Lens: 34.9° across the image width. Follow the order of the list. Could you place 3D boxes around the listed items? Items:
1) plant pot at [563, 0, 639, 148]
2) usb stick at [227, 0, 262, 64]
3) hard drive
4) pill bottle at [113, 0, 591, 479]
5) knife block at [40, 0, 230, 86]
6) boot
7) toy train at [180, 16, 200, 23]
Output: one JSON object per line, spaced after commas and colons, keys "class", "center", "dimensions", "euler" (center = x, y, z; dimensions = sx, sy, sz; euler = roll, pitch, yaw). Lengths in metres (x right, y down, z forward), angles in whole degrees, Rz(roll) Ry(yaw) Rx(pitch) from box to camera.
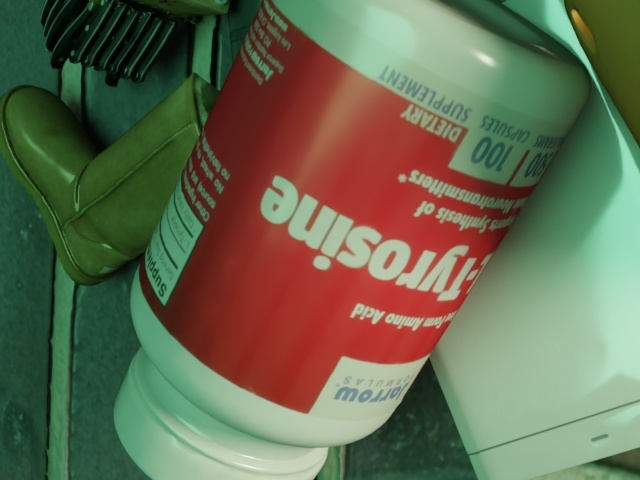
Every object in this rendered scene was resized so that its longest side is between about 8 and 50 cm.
{"class": "plant pot", "center": [0.284, -0.141, 0.606], "dimensions": [0.291, 0.291, 0.203], "euler": [-53, 50, 25]}
{"class": "usb stick", "center": [-0.047, -0.132, 0.941], "dimensions": [0.077, 0.045, 0.278], "euler": [-3, 93, 35]}
{"class": "hard drive", "center": [0.166, 0.000, 0.813], "dimensions": [0.233, 0.047, 0.353], "euler": [-26, 79, 32]}
{"class": "pill bottle", "center": [0.000, 0.000, 0.757], "dimensions": [0.229, 0.229, 0.408], "euler": [39, 114, 24]}
{"class": "knife block", "center": [-0.175, -0.288, 0.975], "dimensions": [0.242, 0.088, 0.276], "euler": [12, 90, 48]}
{"class": "boot", "center": [-0.187, -0.094, 0.989], "dimensions": [0.269, 0.089, 0.236], "euler": [-27, 92, 43]}
{"class": "toy train", "center": [-0.113, -0.248, 0.992], "dimensions": [0.023, 0.017, 0.083], "euler": [35, 112, 14]}
